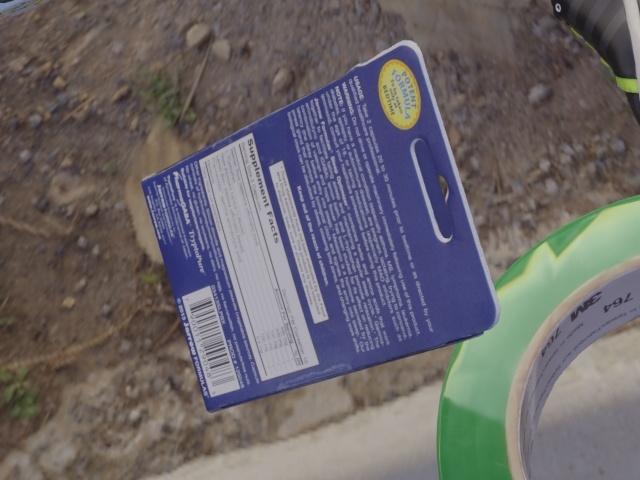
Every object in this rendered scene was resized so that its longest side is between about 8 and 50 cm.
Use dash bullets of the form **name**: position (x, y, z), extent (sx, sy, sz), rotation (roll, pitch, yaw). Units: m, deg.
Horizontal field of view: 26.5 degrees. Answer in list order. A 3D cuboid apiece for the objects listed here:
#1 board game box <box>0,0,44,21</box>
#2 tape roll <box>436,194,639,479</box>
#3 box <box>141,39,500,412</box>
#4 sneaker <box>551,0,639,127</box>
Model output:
- **board game box**: position (-0.275, -0.329, 1.383), extent (0.275, 0.142, 0.144), rotation (-23, 100, 13)
- **tape roll**: position (0.232, 0.123, 0.800), extent (0.321, 0.321, 0.077), rotation (-14, 150, 7)
- **box**: position (0.000, 0.000, 0.674), extent (0.225, 0.036, 0.136), rotation (-22, 83, 49)
- **sneaker**: position (0.234, -0.178, 1.062), extent (0.097, 0.084, 0.235), rotation (-21, 78, 48)
